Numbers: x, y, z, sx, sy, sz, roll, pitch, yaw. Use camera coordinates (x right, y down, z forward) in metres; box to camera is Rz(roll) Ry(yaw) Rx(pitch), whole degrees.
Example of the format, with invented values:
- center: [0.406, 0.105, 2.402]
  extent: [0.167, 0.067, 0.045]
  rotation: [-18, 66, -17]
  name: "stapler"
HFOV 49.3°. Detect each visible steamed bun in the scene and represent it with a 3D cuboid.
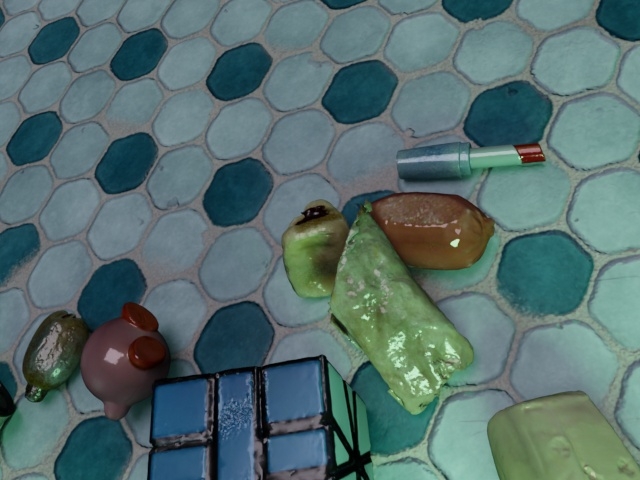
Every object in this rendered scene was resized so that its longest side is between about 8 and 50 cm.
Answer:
- center: [0.000, 0.000, 1.314]
  extent: [0.141, 0.172, 0.155]
  rotation: [-10, 41, 5]
  name: "steamed bun"
- center: [0.346, 0.333, 1.002]
  extent: [0.200, 0.170, 0.225]
  rotation: [3, 41, -12]
  name: "steamed bun"

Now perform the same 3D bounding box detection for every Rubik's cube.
- center: [-0.076, 0.363, 1.052]
  extent: [0.284, 0.293, 0.288]
  rotation: [-13, 61, 14]
  name: "Rubik's cube"

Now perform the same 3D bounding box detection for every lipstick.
- center: [0.285, -0.156, 1.329]
  extent: [0.274, 0.061, 0.068]
  rotation: [-3, 60, 20]
  name: "lipstick"

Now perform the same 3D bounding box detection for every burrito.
- center: [0.108, 0.116, 1.169]
  extent: [0.175, 0.107, 0.347]
  rotation: [-34, 85, -10]
  name: "burrito"

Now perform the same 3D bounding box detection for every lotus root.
- center: [-0.549, 0.239, 1.428]
  extent: [0.113, 0.088, 0.192]
  rotation: [15, 70, 20]
  name: "lotus root"

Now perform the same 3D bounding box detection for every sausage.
- center: [0.184, -0.017, 1.253]
  extent: [0.255, 0.148, 0.148]
  rotation: [3, 64, 20]
  name: "sausage"

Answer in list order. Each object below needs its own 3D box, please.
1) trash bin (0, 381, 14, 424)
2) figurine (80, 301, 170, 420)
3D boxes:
- center: [-0.783, 0.366, 1.372]
  extent: [0.262, 0.217, 0.277]
  rotation: [-46, 67, -7]
  name: "trash bin"
- center: [-0.369, 0.229, 1.317]
  extent: [0.173, 0.173, 0.173]
  rotation: [-9, 60, 17]
  name: "figurine"
